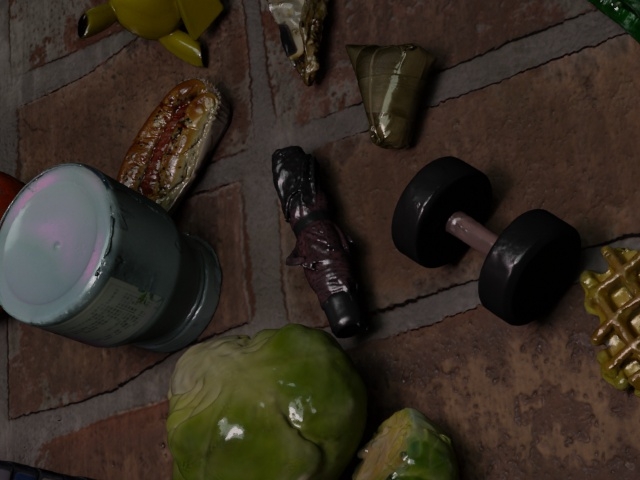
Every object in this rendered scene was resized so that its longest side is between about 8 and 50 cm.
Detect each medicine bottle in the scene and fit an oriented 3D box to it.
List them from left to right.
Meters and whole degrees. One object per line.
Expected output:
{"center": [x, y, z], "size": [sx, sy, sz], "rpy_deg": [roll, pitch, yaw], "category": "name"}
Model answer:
{"center": [-0.307, 0.042, 1.951], "size": [0.245, 0.290, 0.245], "rpy_deg": [-12, 68, 30], "category": "medicine bottle"}

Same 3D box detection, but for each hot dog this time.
{"center": [-0.247, -0.143, 2.110], "size": [0.144, 0.075, 0.268], "rpy_deg": [27, 91, 34], "category": "hot dog"}

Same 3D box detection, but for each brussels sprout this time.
{"center": [-0.088, 0.252, 1.764], "size": [0.316, 0.242, 0.274], "rpy_deg": [-3, 66, 33], "category": "brussels sprout"}
{"center": [0.120, 0.306, 1.692], "size": [0.149, 0.122, 0.151], "rpy_deg": [-56, 19, -5], "category": "brussels sprout"}

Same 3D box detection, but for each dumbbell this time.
{"center": [0.216, -0.001, 1.716], "size": [0.218, 0.152, 0.152], "rpy_deg": [35, 93, 36], "category": "dumbbell"}

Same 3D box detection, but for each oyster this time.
{"center": [-0.043, -0.393, 2.080], "size": [0.128, 0.078, 0.345], "rpy_deg": [-38, 56, 41], "category": "oyster"}

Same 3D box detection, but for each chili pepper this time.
{"center": [0.414, -0.338, 1.778], "size": [0.088, 0.059, 0.227], "rpy_deg": [-45, 51, 6], "category": "chili pepper"}

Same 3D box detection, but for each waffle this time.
{"center": [0.466, 0.067, 1.592], "size": [0.300, 0.058, 0.282], "rpy_deg": [-18, 64, 27], "category": "waffle"}

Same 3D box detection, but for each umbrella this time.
{"center": [0.000, 0.000, 1.891], "size": [0.090, 0.094, 0.326], "rpy_deg": [-36, 58, 26], "category": "umbrella"}

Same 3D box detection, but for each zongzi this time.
{"center": [0.078, -0.217, 1.936], "size": [0.176, 0.078, 0.160], "rpy_deg": [11, 79, 45], "category": "zongzi"}

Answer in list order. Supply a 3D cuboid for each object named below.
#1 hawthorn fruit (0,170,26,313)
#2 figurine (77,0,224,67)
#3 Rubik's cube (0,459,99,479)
{"center": [-0.550, -0.003, 2.154], "size": [0.307, 0.276, 0.276], "rpy_deg": [-9, 68, 15], "category": "hawthorn fruit"}
{"center": [-0.248, -0.450, 2.174], "size": [0.327, 0.218, 0.169], "rpy_deg": [-66, 13, 4], "category": "figurine"}
{"center": [-0.527, 0.473, 1.936], "size": [0.291, 0.287, 0.293], "rpy_deg": [0, 73, 32], "category": "Rubik's cube"}
